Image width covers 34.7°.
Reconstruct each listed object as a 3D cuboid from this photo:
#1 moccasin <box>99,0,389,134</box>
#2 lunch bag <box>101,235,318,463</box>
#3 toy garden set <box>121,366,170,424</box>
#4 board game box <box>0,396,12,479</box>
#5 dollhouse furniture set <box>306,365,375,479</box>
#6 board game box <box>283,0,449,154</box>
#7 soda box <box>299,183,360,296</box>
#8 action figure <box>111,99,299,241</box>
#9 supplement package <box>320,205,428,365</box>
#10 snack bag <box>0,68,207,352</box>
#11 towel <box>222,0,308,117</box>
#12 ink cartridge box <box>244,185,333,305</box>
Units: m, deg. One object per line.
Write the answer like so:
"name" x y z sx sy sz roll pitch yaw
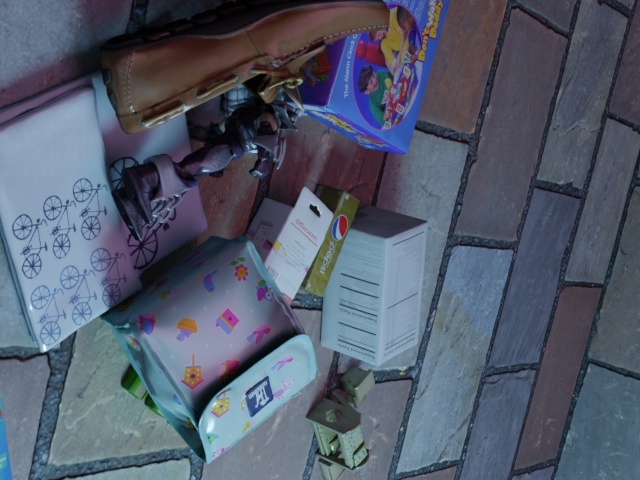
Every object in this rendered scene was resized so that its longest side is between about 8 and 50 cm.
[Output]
"moccasin" -0.085 -0.232 1.310 0.380 0.139 0.146 -23 114 -21
"lunch bag" -0.142 0.157 1.454 0.223 0.160 0.262 -38 108 -26
"toy garden set" -0.176 0.198 1.600 0.203 0.049 0.244 -60 143 -18
"board game box" -0.448 0.287 1.230 0.160 0.047 0.210 -28 119 -55
"dollhouse furniture set" 0.075 0.366 1.976 0.161 0.101 0.181 -45 137 -34
"board game box" 0.088 -0.327 1.511 0.233 0.078 0.347 22 83 -54
"soda box" 0.000 0.000 1.751 0.061 0.058 0.181 30 80 -55
"action figure" -0.139 -0.112 1.369 0.285 0.185 0.099 -34 103 -25
"supplement package" 0.095 0.079 1.850 0.139 0.134 0.244 -20 120 -49
"snack bag" -0.278 -0.066 1.356 0.342 0.037 0.323 -36 131 -41
"towel" -0.015 -0.302 1.545 0.284 0.121 0.234 -18 117 -50
"ink cartridge box" -0.067 0.013 1.657 0.198 0.067 0.115 -62 145 -12
